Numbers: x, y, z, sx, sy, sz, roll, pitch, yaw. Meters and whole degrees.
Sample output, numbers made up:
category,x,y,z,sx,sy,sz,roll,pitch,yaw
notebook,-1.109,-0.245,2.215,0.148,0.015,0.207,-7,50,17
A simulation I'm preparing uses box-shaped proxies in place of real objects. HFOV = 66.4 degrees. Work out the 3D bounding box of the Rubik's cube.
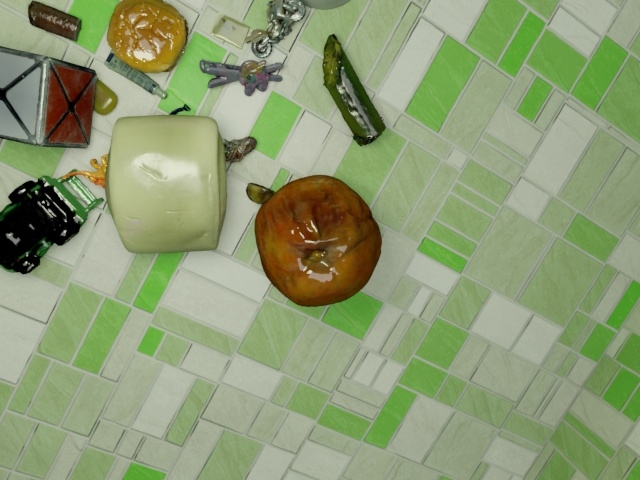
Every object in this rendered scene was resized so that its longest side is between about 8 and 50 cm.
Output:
category,x,y,z,sx,sy,sz,roll,pitch,yaw
Rubik's cube,-0.849,-0.420,1.439,0.260,0.259,0.255,11,100,2

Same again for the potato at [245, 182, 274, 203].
category,x,y,z,sx,sy,sz,roll,pitch,yaw
potato,-0.215,-0.160,1.719,0.096,0.103,0.066,14,97,-12

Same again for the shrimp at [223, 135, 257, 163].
category,x,y,z,sx,sy,sz,roll,pitch,yaw
shrimp,-0.309,-0.308,1.687,0.190,0.075,0.073,-17,138,4

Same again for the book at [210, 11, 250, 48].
category,x,y,z,sx,sy,sz,roll,pitch,yaw
book,-0.299,-0.696,1.624,0.111,0.014,0.077,22,98,-15

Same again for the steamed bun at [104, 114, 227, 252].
category,x,y,z,sx,sy,sz,roll,pitch,yaw
steamed bun,-0.477,-0.152,1.531,0.371,0.290,0.456,-4,124,-14

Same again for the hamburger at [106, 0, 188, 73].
category,x,y,z,sx,sy,sz,roll,pitch,yaw
hamburger,-0.531,-0.640,1.518,0.244,0.163,0.244,-2,101,-9

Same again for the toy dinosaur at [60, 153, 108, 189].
category,x,y,z,sx,sy,sz,roll,pitch,yaw
toy dinosaur,-0.692,-0.228,1.615,0.288,0.070,0.117,-33,116,-22

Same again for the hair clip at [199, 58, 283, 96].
category,x,y,z,sx,sy,sz,roll,pitch,yaw
hair clip,-0.264,-0.546,1.631,0.278,0.090,0.137,1,137,-8

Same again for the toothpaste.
category,x,y,z,sx,sy,sz,roll,pitch,yaw
toothpaste,-0.597,-0.535,1.597,0.216,0.037,0.062,34,95,-12

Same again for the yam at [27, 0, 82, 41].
category,x,y,z,sx,sy,sz,roll,pitch,yaw
yam,-0.815,-0.674,1.505,0.141,0.079,0.079,17,99,-15

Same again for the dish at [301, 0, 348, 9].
category,x,y,z,sx,sy,sz,roll,pitch,yaw
dish,0.017,-0.927,1.583,0.316,0.106,0.316,-2,103,-10

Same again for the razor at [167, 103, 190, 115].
category,x,y,z,sx,sy,sz,roll,pitch,yaw
razor,-0.508,-0.408,1.648,0.154,0.044,0.028,-39,77,3

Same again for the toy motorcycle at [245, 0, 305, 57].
category,x,y,z,sx,sy,sz,roll,pitch,yaw
toy motorcycle,-0.160,-0.719,1.612,0.229,0.094,0.130,-43,102,14

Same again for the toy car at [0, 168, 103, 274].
category,x,y,z,sx,sy,sz,roll,pitch,yaw
toy car,-0.908,-0.063,1.583,0.358,0.176,0.213,-39,105,4

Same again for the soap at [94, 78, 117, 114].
category,x,y,z,sx,sy,sz,roll,pitch,yaw
soap,-0.726,-0.473,1.581,0.140,0.045,0.089,40,90,-13

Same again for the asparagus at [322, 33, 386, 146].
category,x,y,z,sx,sy,sz,roll,pitch,yaw
asparagus,0.094,-0.514,1.695,0.128,0.108,0.382,-32,104,-1

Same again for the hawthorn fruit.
category,x,y,z,sx,sy,sz,roll,pitch,yaw
hawthorn fruit,0.000,0.000,1.629,0.471,0.472,0.472,-2,103,-10
